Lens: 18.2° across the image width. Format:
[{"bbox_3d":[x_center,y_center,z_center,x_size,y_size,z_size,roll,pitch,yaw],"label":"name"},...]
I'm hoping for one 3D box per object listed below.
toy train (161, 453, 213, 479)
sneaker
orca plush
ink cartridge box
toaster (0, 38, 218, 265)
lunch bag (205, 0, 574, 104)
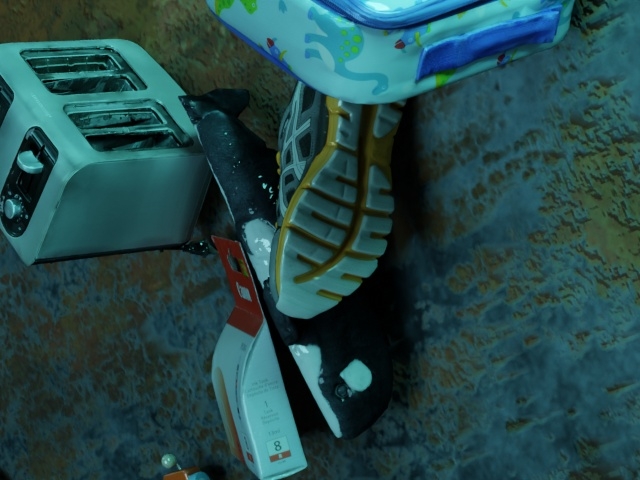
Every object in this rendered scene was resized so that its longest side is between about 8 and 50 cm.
[{"bbox_3d":[-0.131,0.255,1.739,0.166,0.046,0.125,-28,80,45],"label":"toy train"},{"bbox_3d":[0.003,-0.047,1.436,0.083,0.084,0.215,-2,68,52],"label":"sneaker"},{"bbox_3d":[0.000,0.000,1.512,0.151,0.102,0.287,57,-172,-66],"label":"orca plush"},{"bbox_3d":[-0.065,0.089,1.557,0.145,0.045,0.179,-168,59,-78],"label":"ink cartridge box"},{"bbox_3d":[-0.183,-0.070,1.606,0.168,0.185,0.110,51,132,35],"label":"toaster"},{"bbox_3d":[0.053,-0.171,1.273,0.176,0.219,0.090,40,135,33],"label":"lunch bag"}]
